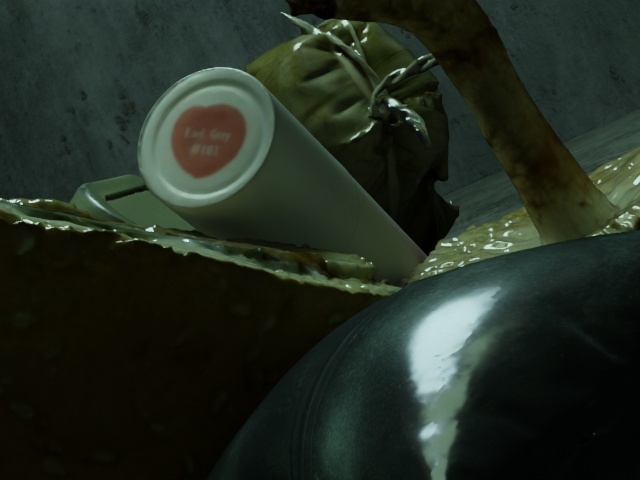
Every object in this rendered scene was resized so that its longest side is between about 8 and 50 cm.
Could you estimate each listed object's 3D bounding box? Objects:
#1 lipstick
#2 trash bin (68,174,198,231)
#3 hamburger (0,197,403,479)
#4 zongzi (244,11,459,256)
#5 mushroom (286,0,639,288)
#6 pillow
[{"bbox_3d":[0.000,0.000,0.881,0.087,0.087,0.327,-24,-29,14],"label":"lipstick"},{"bbox_3d":[-0.180,0.082,1.041,0.247,0.121,0.243,-58,-2,6],"label":"trash bin"},{"bbox_3d":[-0.124,0.086,0.676,0.330,0.209,0.162,8,3,-12],"label":"hamburger"},{"bbox_3d":[0.084,-0.113,1.429,0.467,0.218,0.500,-28,-19,-40],"label":"zongzi"},{"bbox_3d":[0.136,-0.069,0.798,0.208,0.301,0.233,22,50,38],"label":"mushroom"},{"bbox_3d":[0.047,0.071,0.542,0.186,0.106,0.250,-35,4,-31],"label":"pillow"}]
